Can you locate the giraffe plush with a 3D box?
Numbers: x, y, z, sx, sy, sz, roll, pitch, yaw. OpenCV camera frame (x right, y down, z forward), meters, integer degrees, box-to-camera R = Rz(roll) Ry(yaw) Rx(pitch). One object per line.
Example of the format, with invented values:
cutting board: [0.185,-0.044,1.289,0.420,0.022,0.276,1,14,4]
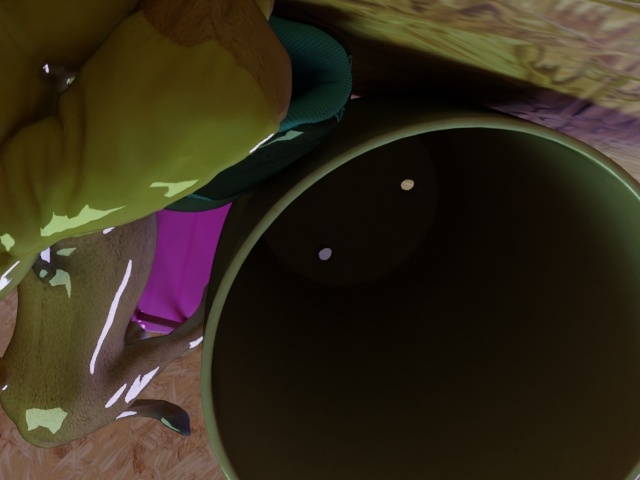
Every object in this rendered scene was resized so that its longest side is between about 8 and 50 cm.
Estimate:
giraffe plush: [-0.136,-0.069,0.433,0.170,0.210,0.181,50,164,-31]

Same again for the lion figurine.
lion figurine: [-0.153,0.016,0.903,0.142,0.392,0.240,12,-150,26]

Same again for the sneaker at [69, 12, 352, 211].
sneaker: [-0.147,-0.095,0.606,0.341,0.125,0.140,8,170,-28]

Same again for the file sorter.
file sorter: [0.000,0.000,1.177,0.182,0.202,0.291,12,178,27]

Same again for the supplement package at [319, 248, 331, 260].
supplement package: [-0.050,-0.036,1.453,0.194,0.149,0.203,15,180,-11]

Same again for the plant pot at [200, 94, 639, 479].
plant pot: [0.044,0.015,0.833,0.257,0.256,0.274,15,-163,-16]
